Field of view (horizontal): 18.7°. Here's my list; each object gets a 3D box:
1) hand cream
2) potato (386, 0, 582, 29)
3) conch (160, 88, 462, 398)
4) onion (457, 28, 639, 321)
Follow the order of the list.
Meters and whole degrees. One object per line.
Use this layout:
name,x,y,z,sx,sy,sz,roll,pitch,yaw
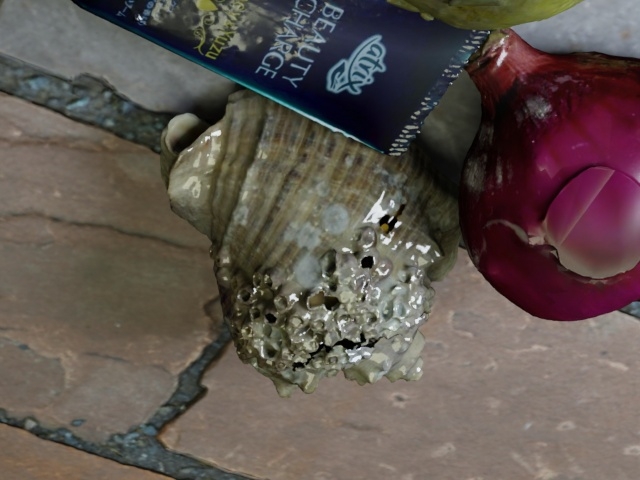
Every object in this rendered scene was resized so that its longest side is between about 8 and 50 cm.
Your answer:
hand cream,-0.043,-0.139,1.103,0.271,0.061,0.120,21,126,-19
potato,0.056,-0.194,0.981,0.248,0.143,0.169,25,126,-22
conch,0.000,0.000,1.226,0.178,0.163,0.245,-45,110,-3
onion,0.146,-0.044,1.141,0.173,0.135,0.198,-40,110,17
